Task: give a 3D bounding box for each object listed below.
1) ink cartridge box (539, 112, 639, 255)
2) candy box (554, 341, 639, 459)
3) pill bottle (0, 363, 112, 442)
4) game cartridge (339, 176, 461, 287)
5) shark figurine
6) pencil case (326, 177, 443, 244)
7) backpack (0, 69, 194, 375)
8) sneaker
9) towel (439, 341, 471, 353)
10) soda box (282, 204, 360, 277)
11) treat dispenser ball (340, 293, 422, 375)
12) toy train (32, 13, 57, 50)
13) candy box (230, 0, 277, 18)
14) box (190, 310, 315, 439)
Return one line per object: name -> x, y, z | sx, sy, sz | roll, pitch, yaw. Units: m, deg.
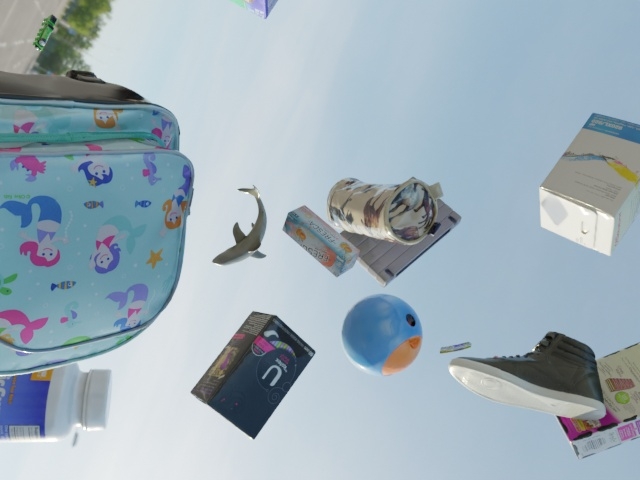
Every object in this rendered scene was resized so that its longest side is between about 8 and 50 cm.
ink cartridge box -> 0.619, -0.124, 1.245 | 0.168, 0.171, 0.232 | 30, -105, 35
candy box -> 0.590, 0.320, 1.139 | 0.234, 0.071, 0.159 | -26, -150, 12
pill bottle -> -0.528, 0.287, 1.026 | 0.152, 0.272, 0.152 | -176, -90, -75
game cartridge -> 0.249, -0.036, 1.805 | 0.355, 0.068, 0.230 | -37, -116, -20
shark figurine -> -0.202, -0.026, 1.722 | 0.278, 0.166, 0.116 | -67, -155, 9
pencil case -> 0.158, -0.091, 1.549 | 0.184, 0.159, 0.410 | -24, -165, -19
backpack -> -0.234, -0.005, 0.496 | 0.191, 0.225, 0.253 | 36, -59, 38
sneaker -> 0.410, 0.247, 1.126 | 0.104, 0.296, 0.146 | 89, 17, -53
towel -> 0.356, 0.283, 1.490 | 0.083, 0.060, 0.009 | -15, -93, 17
soda box -> 0.000, 0.000, 1.292 | 0.183, 0.063, 0.058 | 40, -48, 21
treat dispenser ball -> 0.213, 0.330, 1.980 | 0.288, 0.288, 0.288 | -37, -142, 36
toy train -> -0.456, -0.345, 0.935 | 0.024, 0.017, 0.083 | -21, -130, 24
candy box -> -0.200, -0.616, 1.108 | 0.122, 0.268, 0.317 | -62, 179, -9
box -> -0.170, 0.335, 1.438 | 0.270, 0.165, 0.143 | -53, -158, -20
